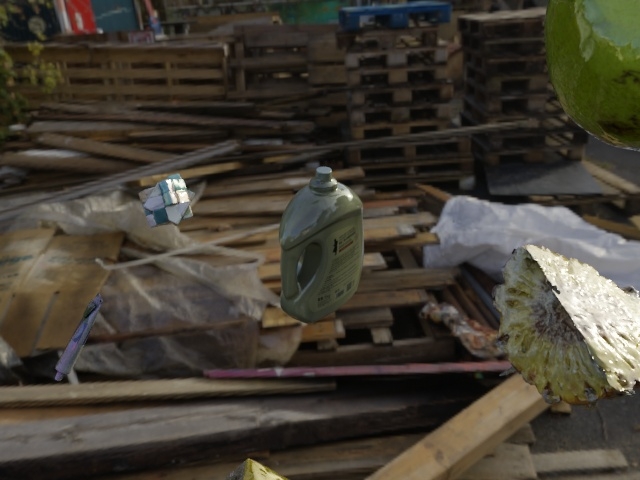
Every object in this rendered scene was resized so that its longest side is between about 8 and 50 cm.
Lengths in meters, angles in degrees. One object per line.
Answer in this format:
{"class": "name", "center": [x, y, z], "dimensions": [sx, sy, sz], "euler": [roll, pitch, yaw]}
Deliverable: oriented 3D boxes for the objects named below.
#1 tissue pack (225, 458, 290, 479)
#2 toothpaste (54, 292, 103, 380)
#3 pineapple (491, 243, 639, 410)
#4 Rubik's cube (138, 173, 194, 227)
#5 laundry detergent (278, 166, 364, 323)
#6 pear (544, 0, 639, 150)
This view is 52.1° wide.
{"class": "tissue pack", "center": [-0.091, 0.427, 0.970], "dimensions": [0.120, 0.082, 0.169], "euler": [34, 31, -16]}
{"class": "toothpaste", "center": [-0.433, 0.176, 1.177], "dimensions": [0.028, 0.170, 0.045], "euler": [27, 1, -29]}
{"class": "pineapple", "center": [0.491, 0.193, 1.222], "dimensions": [0.286, 0.209, 0.344], "euler": [7, 42, -28]}
{"class": "Rubik's cube", "center": [-0.237, -0.060, 1.035], "dimensions": [0.073, 0.075, 0.084], "euler": [-18, 14, 27]}
{"class": "laundry detergent", "center": [0.000, 0.000, 1.062], "dimensions": [0.091, 0.253, 0.181], "euler": [27, 42, 33]}
{"class": "pear", "center": [0.510, -0.304, 0.953], "dimensions": [0.391, 0.391, 0.391], "euler": [-3, 22, 1]}
